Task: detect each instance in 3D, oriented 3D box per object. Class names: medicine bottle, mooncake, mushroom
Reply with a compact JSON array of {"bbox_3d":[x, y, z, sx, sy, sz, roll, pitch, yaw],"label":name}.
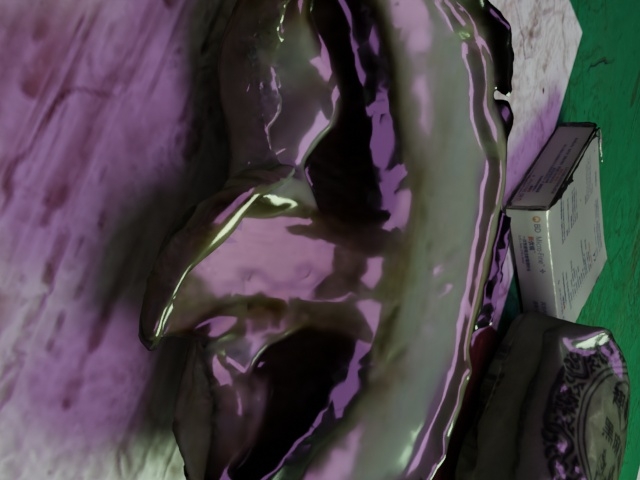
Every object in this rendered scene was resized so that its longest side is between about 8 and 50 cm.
[{"bbox_3d":[0.276,-0.007,0.912,0.171,0.052,0.201,-50,136,-36],"label":"medicine bottle"},{"bbox_3d":[0.247,0.232,0.857,0.250,0.136,0.254,-62,142,-30],"label":"mooncake"},{"bbox_3d":[-0.001,-0.001,0.468,0.248,0.130,0.343,-6,102,-38],"label":"mushroom"}]
